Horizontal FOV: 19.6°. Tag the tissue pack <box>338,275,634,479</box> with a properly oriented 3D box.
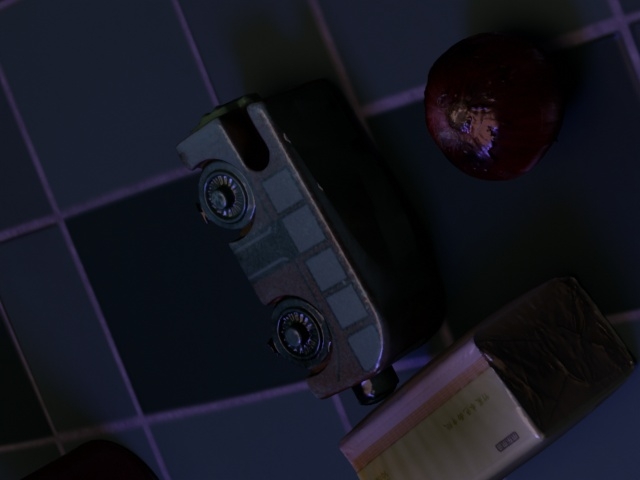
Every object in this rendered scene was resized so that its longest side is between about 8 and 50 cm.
[{"bbox_3d":[0.148,0.153,1.687,0.125,0.159,0.234,55,136,8],"label":"tissue pack"}]

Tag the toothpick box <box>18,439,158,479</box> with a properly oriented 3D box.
[{"bbox_3d":[-0.344,0.387,2.133,0.204,0.333,0.204,19,121,36],"label":"toothpick box"}]

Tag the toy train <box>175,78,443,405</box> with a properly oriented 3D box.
[{"bbox_3d":[0.000,0.000,1.778,0.159,0.129,0.326,-31,87,40],"label":"toy train"}]

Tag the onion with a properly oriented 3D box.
[{"bbox_3d":[0.150,-0.115,1.589,0.131,0.131,0.131,20,122,35],"label":"onion"}]
